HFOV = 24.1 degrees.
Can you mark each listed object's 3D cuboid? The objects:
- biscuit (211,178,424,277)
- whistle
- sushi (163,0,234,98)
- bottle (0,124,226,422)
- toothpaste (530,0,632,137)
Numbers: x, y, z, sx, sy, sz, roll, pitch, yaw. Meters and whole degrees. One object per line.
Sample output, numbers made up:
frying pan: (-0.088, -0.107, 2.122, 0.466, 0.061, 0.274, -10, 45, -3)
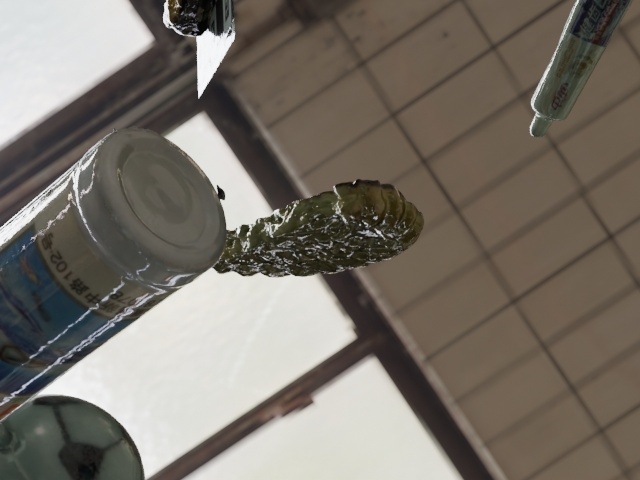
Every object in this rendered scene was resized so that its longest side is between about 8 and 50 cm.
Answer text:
biscuit: (0.000, 0.000, 1.540, 0.187, 0.274, 0.036, 11, -112, -42)
whistle: (-0.198, 0.217, 1.187, 0.289, 0.163, 0.163, 59, 180, -38)
sushi: (-0.172, -0.394, 1.942, 0.343, 0.064, 0.359, 148, 121, -76)
bottle: (-0.125, 0.036, 0.559, 0.060, 0.217, 0.060, 32, -139, -32)
toothpaste: (0.257, -0.201, 1.432, 0.060, 0.233, 0.038, 24, -158, -2)
